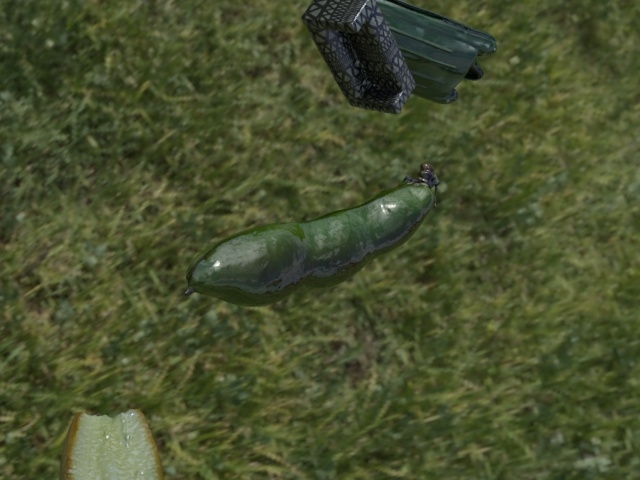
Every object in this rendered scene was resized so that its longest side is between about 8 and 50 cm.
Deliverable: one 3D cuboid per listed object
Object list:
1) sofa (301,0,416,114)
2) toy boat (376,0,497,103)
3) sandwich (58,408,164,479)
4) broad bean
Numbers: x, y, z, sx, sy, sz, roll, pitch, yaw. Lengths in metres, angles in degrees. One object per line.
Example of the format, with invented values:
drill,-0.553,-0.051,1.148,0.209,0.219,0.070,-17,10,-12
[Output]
sofa,0.036,-0.165,1.078,0.039,0.060,0.118,-60,142,-23
toy boat,0.085,-0.204,1.281,0.210,0.104,0.052,16,45,-25
sandwich,-0.246,0.310,1.414,0.122,0.128,0.235,1,76,-19
broad bean,0.000,0.004,0.889,0.255,0.046,0.065,-22,121,-40
